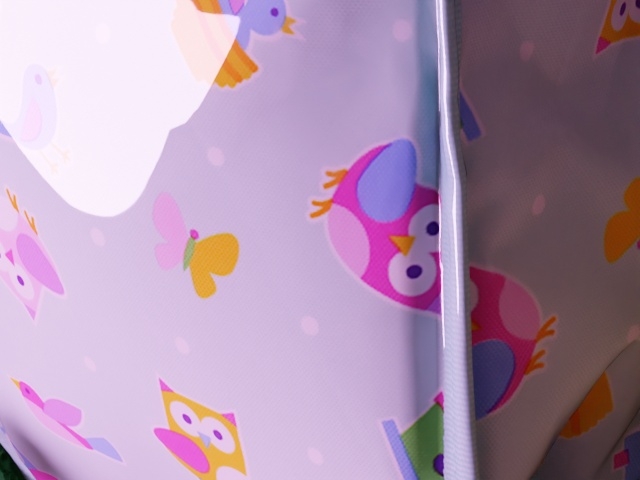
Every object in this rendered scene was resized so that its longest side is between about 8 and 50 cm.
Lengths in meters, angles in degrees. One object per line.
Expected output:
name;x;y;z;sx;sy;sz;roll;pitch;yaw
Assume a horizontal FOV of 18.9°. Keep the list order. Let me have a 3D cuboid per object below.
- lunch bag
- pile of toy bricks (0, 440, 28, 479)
lunch bag;0.000;0.000;0.540;0.223;0.160;0.262;14;119;38
pile of toy bricks;-0.154;0.067;0.623;0.105;0.118;0.212;-14;105;15
